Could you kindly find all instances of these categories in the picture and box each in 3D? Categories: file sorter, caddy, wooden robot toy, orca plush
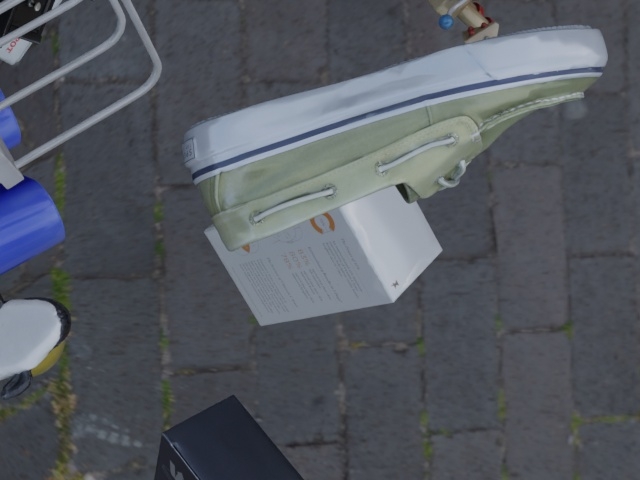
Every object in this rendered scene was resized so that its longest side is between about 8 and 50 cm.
[{"bbox_3d":[-0.285,-0.228,0.932,0.173,0.193,0.277,-32,65,-6],"label":"file sorter"},{"bbox_3d":[-0.421,-0.073,1.210,0.179,0.341,0.241,-29,116,-18],"label":"caddy"},{"bbox_3d":[0.128,-0.226,0.940,0.076,0.173,0.079,22,120,-38],"label":"wooden robot toy"},{"bbox_3d":[-0.457,0.169,1.582,0.287,0.102,0.151,-43,75,13],"label":"orca plush"}]

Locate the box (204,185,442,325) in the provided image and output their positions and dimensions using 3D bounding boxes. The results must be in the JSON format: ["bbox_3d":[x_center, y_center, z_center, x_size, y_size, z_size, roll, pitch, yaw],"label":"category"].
[{"bbox_3d":[0.000,0.000,1.933,0.168,0.345,0.215,-42,109,-40],"label":"box"}]

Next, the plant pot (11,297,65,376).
[{"bbox_3d":[-0.478,0.159,1.820,0.134,0.095,0.134,3,83,-23],"label":"plant pot"}]

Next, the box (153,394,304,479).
[{"bbox_3d":[-0.089,0.272,1.122,0.093,0.158,0.156,-26,59,-33],"label":"box"}]

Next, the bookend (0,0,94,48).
[{"bbox_3d":[-0.289,-0.272,1.157,0.072,0.156,0.157,26,96,19],"label":"bookend"}]

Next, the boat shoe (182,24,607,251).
[{"bbox_3d":[0.058,-0.073,0.774,0.302,0.109,0.094,-16,93,-2],"label":"boat shoe"}]

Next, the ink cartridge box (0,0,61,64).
[{"bbox_3d":[-0.455,-0.334,1.477,0.175,0.072,0.127,29,105,-44],"label":"ink cartridge box"}]
